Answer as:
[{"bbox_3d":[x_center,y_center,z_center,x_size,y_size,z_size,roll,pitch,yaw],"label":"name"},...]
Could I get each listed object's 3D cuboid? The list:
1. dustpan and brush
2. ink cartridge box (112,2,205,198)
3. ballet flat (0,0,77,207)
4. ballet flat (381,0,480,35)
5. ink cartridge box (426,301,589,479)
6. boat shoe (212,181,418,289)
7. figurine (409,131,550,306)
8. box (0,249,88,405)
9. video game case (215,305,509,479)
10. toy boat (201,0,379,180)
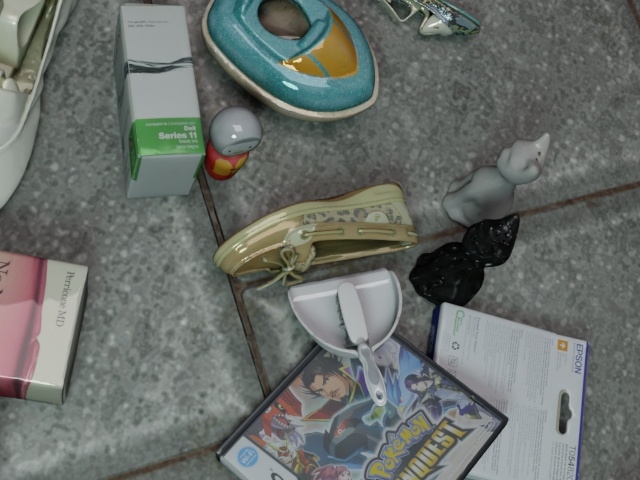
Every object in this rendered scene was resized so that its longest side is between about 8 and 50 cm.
[{"bbox_3d":[0.048,0.121,1.130,0.147,0.060,0.211,-11,59,-8],"label":"dustpan and brush"},{"bbox_3d":[-0.212,-0.177,1.153,0.087,0.153,0.208,-5,75,-18],"label":"ink cartridge box"},{"bbox_3d":[-0.404,-0.222,1.126,0.139,0.139,0.400,17,69,-10],"label":"ballet flat"},{"bbox_3d":[0.152,-0.352,1.371,0.188,0.070,0.070,32,67,-2],"label":"ballet flat"},{"bbox_3d":[0.245,0.216,1.209,0.224,0.045,0.223,16,68,-9],"label":"ink cartridge box"},{"bbox_3d":[0.000,0.000,1.180,0.285,0.104,0.089,-18,75,-21],"label":"boat shoe"},{"bbox_3d":[0.224,-0.031,1.197,0.092,0.209,0.215,28,67,-5],"label":"figurine"},{"bbox_3d":[-0.395,0.092,1.026,0.232,0.127,0.149,10,69,-12],"label":"box"},{"bbox_3d":[0.053,0.246,1.110,0.248,0.035,0.275,37,65,19],"label":"video game case"},{"bbox_3d":[-0.059,-0.222,1.214,0.267,0.148,0.318,31,67,-4],"label":"toy boat"}]
